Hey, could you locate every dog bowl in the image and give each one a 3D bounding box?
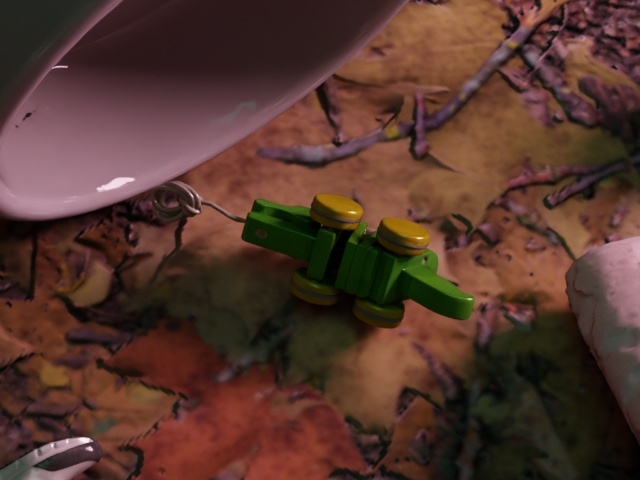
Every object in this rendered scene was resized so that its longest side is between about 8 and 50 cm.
[{"bbox_3d":[-0.072,-0.138,0.982,0.349,0.349,0.102,-32,77,-19],"label":"dog bowl"}]

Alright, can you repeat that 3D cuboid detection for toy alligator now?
[{"bbox_3d":[0.000,0.000,1.058,0.190,0.056,0.051,20,18,13],"label":"toy alligator"}]

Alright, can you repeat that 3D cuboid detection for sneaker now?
[{"bbox_3d":[-0.158,0.138,0.980,0.109,0.040,0.043,-30,79,-14],"label":"sneaker"}]

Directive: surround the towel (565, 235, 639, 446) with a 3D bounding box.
[{"bbox_3d":[0.317,0.088,0.939,0.317,0.053,0.332,-10,37,-6],"label":"towel"}]
